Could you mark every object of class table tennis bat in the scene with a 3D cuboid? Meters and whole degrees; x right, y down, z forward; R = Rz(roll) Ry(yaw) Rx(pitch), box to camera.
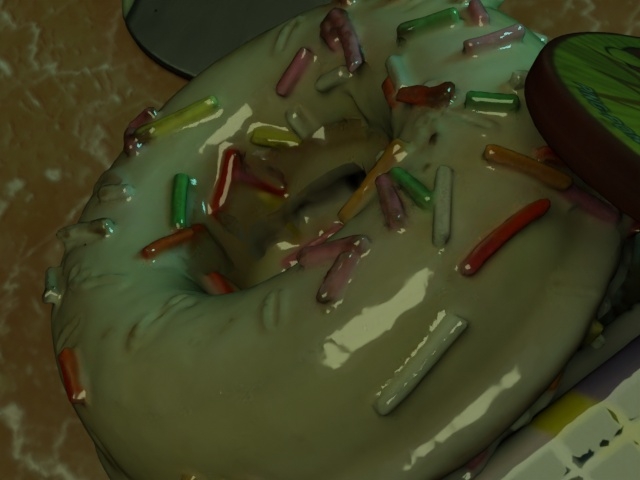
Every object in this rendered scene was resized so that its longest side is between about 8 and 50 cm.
[{"bbox_3d":[-0.095,-0.196,1.231,0.274,0.021,0.154,23,83,15],"label":"table tennis bat"},{"bbox_3d":[0.256,-0.040,0.924,0.268,0.414,0.051,33,114,21],"label":"table tennis bat"}]

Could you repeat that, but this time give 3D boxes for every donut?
[{"bbox_3d":[0.000,0.000,1.015,0.382,0.142,0.383,-25,39,22],"label":"donut"}]

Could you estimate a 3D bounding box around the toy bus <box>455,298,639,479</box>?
[{"bbox_3d":[0.184,0.192,0.979,0.440,0.209,0.249,-39,70,4],"label":"toy bus"}]
